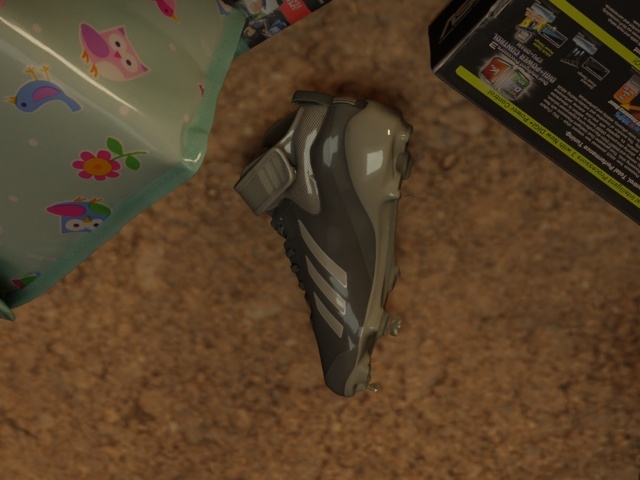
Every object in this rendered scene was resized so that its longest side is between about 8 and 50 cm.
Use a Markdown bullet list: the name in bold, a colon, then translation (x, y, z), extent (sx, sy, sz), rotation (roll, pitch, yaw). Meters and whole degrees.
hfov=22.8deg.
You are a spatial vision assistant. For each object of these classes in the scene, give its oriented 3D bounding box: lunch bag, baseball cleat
- **lunch bag**: translation (-0.210, -0.076, 0.872), extent (0.223, 0.160, 0.262), rotation (35, 133, -24)
- **baseball cleat**: translation (0.000, 0.000, 0.974), extent (0.109, 0.072, 0.206), rotation (14, 120, 10)

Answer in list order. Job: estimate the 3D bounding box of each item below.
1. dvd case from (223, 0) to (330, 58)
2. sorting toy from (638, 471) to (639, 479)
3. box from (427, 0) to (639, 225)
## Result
- **dvd case**: translation (-0.058, -0.146, 0.901), extent (0.119, 0.013, 0.087), rotation (-29, 118, 19)
- **sorting toy**: translation (0.351, 0.104, 0.974), extent (0.255, 0.089, 0.257), rotation (-37, 134, 21)
- **box**: translation (0.230, -0.105, 0.887), extent (0.270, 0.060, 0.216), rotation (33, 120, -18)
